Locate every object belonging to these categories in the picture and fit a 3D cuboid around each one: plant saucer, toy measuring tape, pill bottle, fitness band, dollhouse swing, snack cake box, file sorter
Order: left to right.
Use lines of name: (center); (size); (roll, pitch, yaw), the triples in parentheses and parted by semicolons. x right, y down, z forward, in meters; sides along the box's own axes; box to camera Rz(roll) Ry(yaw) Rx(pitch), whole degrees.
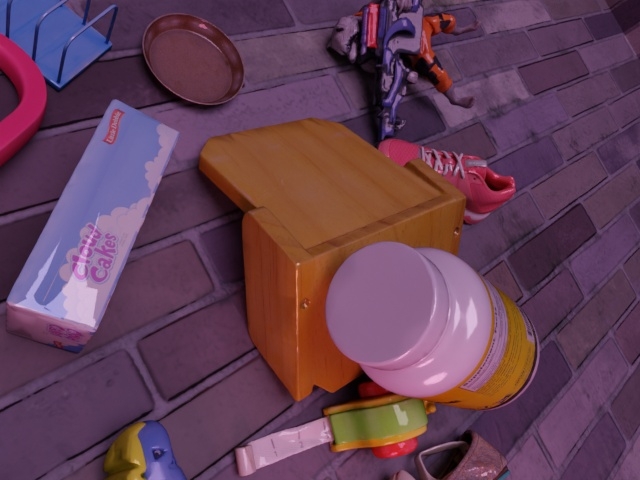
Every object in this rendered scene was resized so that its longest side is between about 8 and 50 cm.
fitness band: (-0.455, -0.157, 0.585); (0.209, 0.054, 0.290); (35, 44, -16)
file sorter: (-0.380, -0.317, 0.689); (0.170, 0.104, 0.118); (38, 55, -14)
snack cake box: (-0.267, -0.014, 0.610); (0.089, 0.152, 0.264); (26, 60, -23)
plant saucer: (-0.206, -0.289, 0.837); (0.169, 0.029, 0.168); (12, 65, -28)
dollhouse swing: (0.000, 0.000, 0.836); (0.347, 0.305, 0.315); (-22, 126, -37)
toy measuring tape: (0.049, 0.264, 0.728); (0.330, 0.121, 0.121); (-5, 74, -34)
pill bottle: (0.157, 0.120, 0.689); (0.334, 0.188, 0.187); (30, 55, -48)

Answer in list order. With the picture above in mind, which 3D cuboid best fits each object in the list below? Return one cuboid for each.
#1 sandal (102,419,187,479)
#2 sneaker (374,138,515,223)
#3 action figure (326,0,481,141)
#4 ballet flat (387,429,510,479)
sandal: (-0.148, 0.351, 0.572); (0.138, 0.126, 0.317); (-15, 88, -40)
sneaker: (0.249, -0.138, 1.002); (0.314, 0.136, 0.115); (18, 62, -26)
action figure: (0.165, -0.360, 1.062); (0.330, 0.178, 0.341); (10, 93, -22)
ballet flat: (0.161, 0.385, 0.776); (0.316, 0.107, 0.106); (-16, 60, -41)
